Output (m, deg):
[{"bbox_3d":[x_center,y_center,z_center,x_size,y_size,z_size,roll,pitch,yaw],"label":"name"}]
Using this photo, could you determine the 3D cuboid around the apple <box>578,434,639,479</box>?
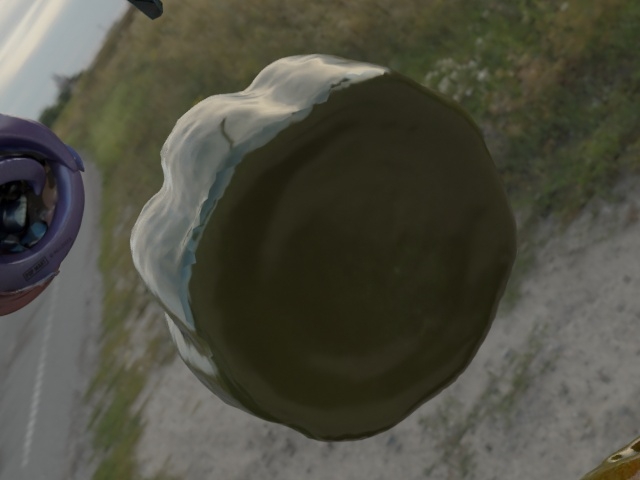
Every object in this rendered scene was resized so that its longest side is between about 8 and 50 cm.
[{"bbox_3d":[0.312,0.239,0.943,0.237,0.207,0.237,-31,-13,-8],"label":"apple"}]

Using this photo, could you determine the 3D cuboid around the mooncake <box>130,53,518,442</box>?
[{"bbox_3d":[0.000,0.000,1.218,0.378,0.378,0.201,-57,33,-6],"label":"mooncake"}]

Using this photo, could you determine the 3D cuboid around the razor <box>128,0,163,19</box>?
[{"bbox_3d":[-0.201,-0.258,1.143,0.033,0.190,0.066,-12,70,18],"label":"razor"}]

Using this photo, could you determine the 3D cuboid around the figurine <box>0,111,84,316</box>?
[{"bbox_3d":[-0.202,-0.013,0.701,0.126,0.114,0.157,-50,22,-23],"label":"figurine"}]
